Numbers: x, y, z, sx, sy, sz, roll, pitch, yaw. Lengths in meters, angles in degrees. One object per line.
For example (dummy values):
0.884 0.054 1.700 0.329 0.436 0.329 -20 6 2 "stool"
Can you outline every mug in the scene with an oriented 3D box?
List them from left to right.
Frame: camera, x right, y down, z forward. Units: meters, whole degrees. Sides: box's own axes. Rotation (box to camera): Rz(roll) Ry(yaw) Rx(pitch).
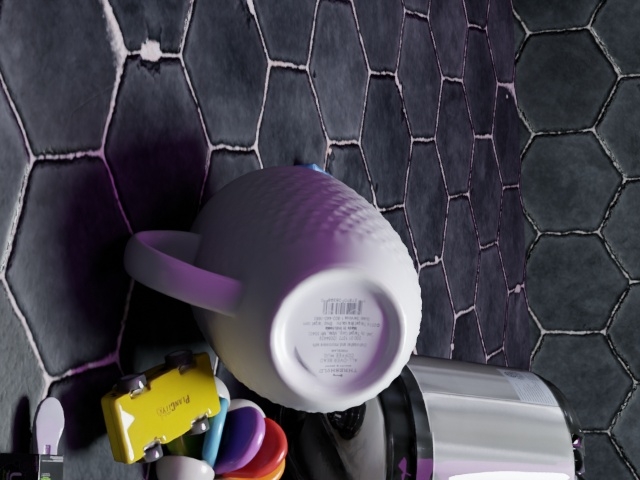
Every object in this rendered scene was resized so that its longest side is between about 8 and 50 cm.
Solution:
-0.060 0.059 1.784 0.328 0.374 0.276 -133 -121 -71 "mug"

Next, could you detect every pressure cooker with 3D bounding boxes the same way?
0.130 0.341 2.119 0.420 0.370 0.376 9 75 -26 "pressure cooker"

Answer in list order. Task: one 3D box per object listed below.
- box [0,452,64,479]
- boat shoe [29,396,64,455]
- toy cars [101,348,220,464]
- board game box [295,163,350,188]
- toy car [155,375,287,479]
-0.308 0.265 1.513 0.052 0.062 0.083 26 64 -67 "box"
-0.302 0.221 1.571 0.035 0.035 0.100 11 74 -41 "boat shoe"
-0.233 0.283 1.676 0.176 0.087 0.394 49 47 -40 "toy cars"
0.000 0.000 2.325 0.160 0.039 0.212 30 60 -64 "board game box"
-0.117 0.261 1.860 0.182 0.136 0.159 41 50 -39 "toy car"
